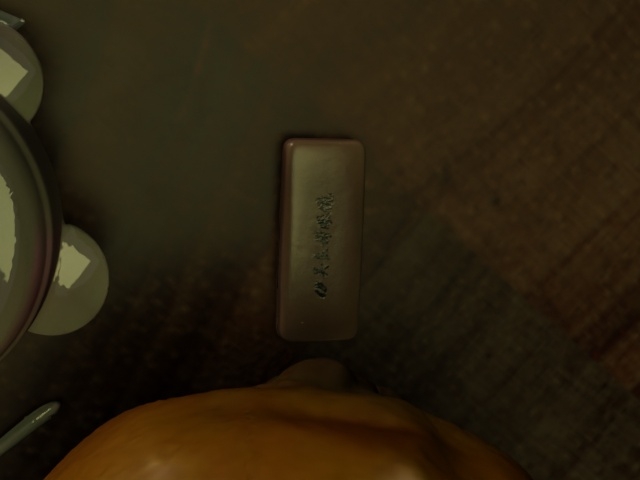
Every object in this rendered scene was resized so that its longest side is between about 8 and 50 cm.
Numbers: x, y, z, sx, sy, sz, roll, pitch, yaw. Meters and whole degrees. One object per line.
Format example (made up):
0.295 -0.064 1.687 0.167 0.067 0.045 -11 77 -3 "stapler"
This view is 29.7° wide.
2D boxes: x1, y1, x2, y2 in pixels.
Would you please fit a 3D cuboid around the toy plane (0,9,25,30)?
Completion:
-0.224 -0.149 0.583 0.171 0.065 0.162 -36 106 0 "toy plane"

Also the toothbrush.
-0.212 0.136 0.669 0.162 0.014 0.017 -38 91 -1 "toothbrush"

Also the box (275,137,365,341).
0.000 0.000 0.673 0.048 0.025 0.115 2 101 -9 "box"

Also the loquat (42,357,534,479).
-0.014 0.217 0.564 0.328 0.328 0.329 -2 102 -10 "loquat"

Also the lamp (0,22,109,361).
-0.238 -0.002 0.588 0.246 0.108 0.180 -17 100 -4 "lamp"
